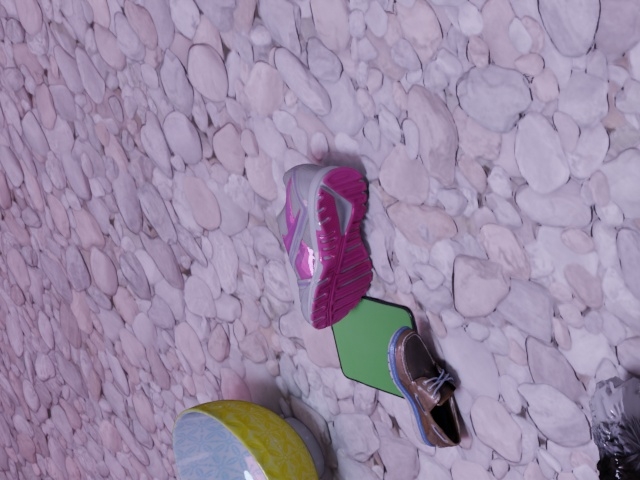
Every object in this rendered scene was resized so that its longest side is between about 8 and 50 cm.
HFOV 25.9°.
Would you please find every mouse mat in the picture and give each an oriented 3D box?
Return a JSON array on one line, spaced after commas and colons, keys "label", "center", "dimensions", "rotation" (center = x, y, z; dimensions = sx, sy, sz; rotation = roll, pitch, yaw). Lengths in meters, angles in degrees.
[{"label": "mouse mat", "center": [0.077, 0.147, 1.959], "dimensions": [0.190, 0.007, 0.152], "rotation": [15, 123, 50]}]

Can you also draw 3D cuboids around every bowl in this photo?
[{"label": "bowl", "center": [-0.088, 0.361, 2.193], "dimensions": [0.289, 0.156, 0.289], "rotation": [33, 136, 38]}]

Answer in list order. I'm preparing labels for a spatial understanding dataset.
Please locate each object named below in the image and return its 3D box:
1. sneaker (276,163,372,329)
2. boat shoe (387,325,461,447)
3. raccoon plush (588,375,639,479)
[{"label": "sneaker", "center": [0.000, 0.000, 1.893], "dimensions": [0.111, 0.103, 0.252], "rotation": [32, 129, 45]}, {"label": "boat shoe", "center": [0.147, 0.195, 1.852], "dimensions": [0.066, 0.066, 0.183], "rotation": [6, 127, 47]}, {"label": "raccoon plush", "center": [0.327, 0.406, 1.623], "dimensions": [0.299, 0.216, 0.446], "rotation": [-27, 61, 47]}]
